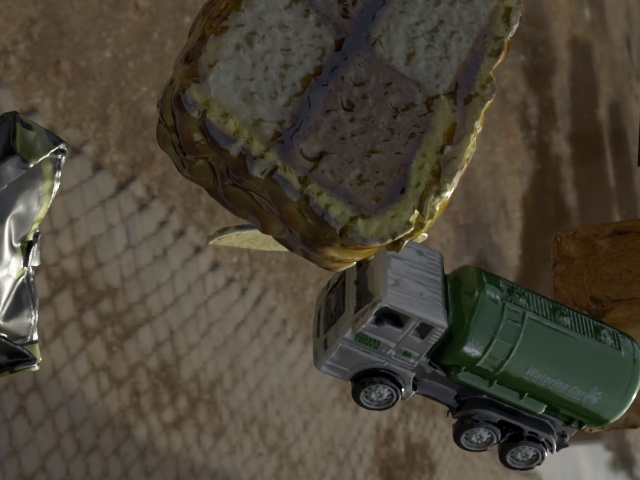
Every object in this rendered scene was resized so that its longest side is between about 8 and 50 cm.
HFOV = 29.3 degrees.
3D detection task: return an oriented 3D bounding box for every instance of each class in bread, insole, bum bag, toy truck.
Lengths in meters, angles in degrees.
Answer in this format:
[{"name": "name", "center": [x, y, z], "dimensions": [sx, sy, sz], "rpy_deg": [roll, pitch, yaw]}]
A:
[{"name": "bread", "center": [0.289, 0.074, 1.105], "dimensions": [0.149, 0.158, 0.143], "rpy_deg": [-83, 158, -58]}, {"name": "insole", "center": [0.000, 0.000, 1.157], "dimensions": [0.247, 0.081, 0.011], "rpy_deg": [1, 75, -37]}, {"name": "bread", "center": [0.015, -0.105, 0.737], "dimensions": [0.181, 0.096, 0.222], "rpy_deg": [31, 70, -10]}, {"name": "bum bag", "center": [-0.262, 0.007, 0.981], "dimensions": [0.106, 0.060, 0.233], "rpy_deg": [-3, 114, -33]}, {"name": "toy truck", "center": [0.121, 0.082, 0.926], "dimensions": [0.242, 0.125, 0.101], "rpy_deg": [23, 40, -17]}]

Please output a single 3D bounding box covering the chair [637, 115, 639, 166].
[{"name": "chair", "center": [0.287, -0.078, 0.946], "dimensions": [0.212, 0.101, 0.084], "rpy_deg": [-40, 134, -43]}]
